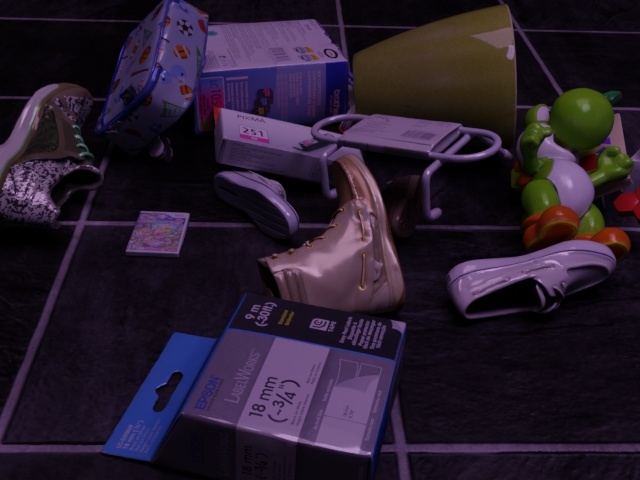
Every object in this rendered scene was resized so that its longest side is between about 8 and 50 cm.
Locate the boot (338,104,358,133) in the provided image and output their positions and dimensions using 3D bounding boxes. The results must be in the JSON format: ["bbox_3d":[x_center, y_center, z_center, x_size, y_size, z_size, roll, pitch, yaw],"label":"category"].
[{"bbox_3d":[0.104,-0.255,1.713,0.086,0.069,0.190,30,35,2],"label":"boot"}]

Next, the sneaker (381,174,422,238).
[{"bbox_3d":[0.133,-0.056,1.430,0.071,0.066,0.188,-4,26,21],"label":"sneaker"}]

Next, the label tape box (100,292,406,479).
[{"bbox_3d":[-0.077,0.183,1.019,0.334,0.106,0.240,10,35,10],"label":"label tape box"}]

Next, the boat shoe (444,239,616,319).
[{"bbox_3d":[0.327,0.067,1.222,0.268,0.096,0.088,-5,39,-9],"label":"boat shoe"}]

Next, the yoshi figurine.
[{"bbox_3d":[0.425,-0.132,1.362,0.203,0.203,0.362,-8,45,13],"label":"yoshi figurine"}]

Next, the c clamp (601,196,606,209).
[{"bbox_3d":[0.468,-0.115,1.554,0.161,0.022,0.137,12,36,13],"label":"c clamp"}]

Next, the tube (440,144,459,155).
[{"bbox_3d":[0.248,-0.247,1.705,0.070,0.062,0.240,-31,28,31],"label":"tube"}]

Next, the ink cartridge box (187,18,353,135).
[{"bbox_3d":[-0.104,-0.367,1.772,0.396,0.151,0.270,-9,36,-13],"label":"ink cartridge box"}]

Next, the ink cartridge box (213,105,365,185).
[{"bbox_3d":[-0.066,-0.201,1.559,0.275,0.060,0.239,10,33,-16],"label":"ink cartridge box"}]

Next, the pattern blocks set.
[{"bbox_3d":[0.488,-0.142,1.475,0.285,0.026,0.324,-9,49,33],"label":"pattern blocks set"}]

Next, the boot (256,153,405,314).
[{"bbox_3d":[0.000,0.000,1.229,0.203,0.095,0.262,-11,74,-13],"label":"boot"}]

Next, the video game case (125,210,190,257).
[{"bbox_3d":[-0.274,-0.012,1.371,0.087,0.011,0.122,2,34,0],"label":"video game case"}]

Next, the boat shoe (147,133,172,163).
[{"bbox_3d":[-0.319,-0.190,1.603,0.046,0.038,0.125,-45,35,6],"label":"boat shoe"}]

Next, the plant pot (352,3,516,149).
[{"bbox_3d":[0.214,-0.305,1.566,0.294,0.274,0.274,-3,34,7],"label":"plant pot"}]

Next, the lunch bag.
[{"bbox_3d":[-0.334,-0.319,1.582,0.115,0.243,0.303,32,51,-31],"label":"lunch bag"}]

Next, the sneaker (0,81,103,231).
[{"bbox_3d":[-0.466,-0.135,1.449,0.182,0.158,0.410,15,42,-1],"label":"sneaker"}]

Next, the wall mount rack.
[{"bbox_3d":[0.169,-0.151,1.404,0.350,0.130,0.304,14,36,35],"label":"wall mount rack"}]

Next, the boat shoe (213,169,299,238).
[{"bbox_3d":[-0.097,-0.079,1.414,0.076,0.083,0.226,-25,42,-32],"label":"boat shoe"}]

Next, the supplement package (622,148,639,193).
[{"bbox_3d":[0.645,-0.126,1.504,0.105,0.105,0.179,20,38,32],"label":"supplement package"}]
